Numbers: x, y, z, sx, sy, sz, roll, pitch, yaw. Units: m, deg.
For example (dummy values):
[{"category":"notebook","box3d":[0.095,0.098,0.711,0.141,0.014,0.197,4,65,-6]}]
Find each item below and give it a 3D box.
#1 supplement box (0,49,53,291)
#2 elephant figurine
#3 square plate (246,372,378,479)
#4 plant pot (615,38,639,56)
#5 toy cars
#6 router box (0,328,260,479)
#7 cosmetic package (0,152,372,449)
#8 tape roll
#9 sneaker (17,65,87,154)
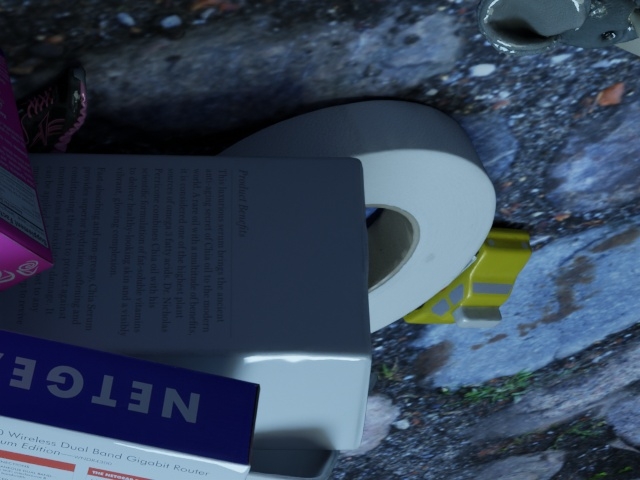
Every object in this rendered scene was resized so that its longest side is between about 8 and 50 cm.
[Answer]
[{"category":"supplement box","box3d":[-0.307,-0.066,1.296,0.111,0.220,0.114,-25,151,13]},{"category":"elephant figurine","box3d":[0.201,-0.223,1.329,0.169,0.186,0.239,-30,134,-19]},{"category":"square plate","box3d":[-0.136,0.182,1.592,0.347,0.049,0.344,3,-168,9]},{"category":"plant pot","box3d":[0.268,-0.243,1.446,0.096,0.109,0.109,8,145,-19]},{"category":"toy cars","box3d":[0.084,0.102,1.970,0.393,0.087,0.176,-21,152,7]},{"category":"router box","box3d":[-0.245,0.200,1.356,0.335,0.082,0.301,13,139,-9]},{"category":"cosmetic package","box3d":[-0.187,0.054,1.451,0.453,0.230,0.161,1,141,-3]},{"category":"tape roll","box3d":[0.000,0.000,1.723,0.392,0.072,0.392,-18,150,-11]},{"category":"sneaker","box3d":[-0.244,-0.114,1.444,0.057,0.047,0.119,10,141,-24]}]
